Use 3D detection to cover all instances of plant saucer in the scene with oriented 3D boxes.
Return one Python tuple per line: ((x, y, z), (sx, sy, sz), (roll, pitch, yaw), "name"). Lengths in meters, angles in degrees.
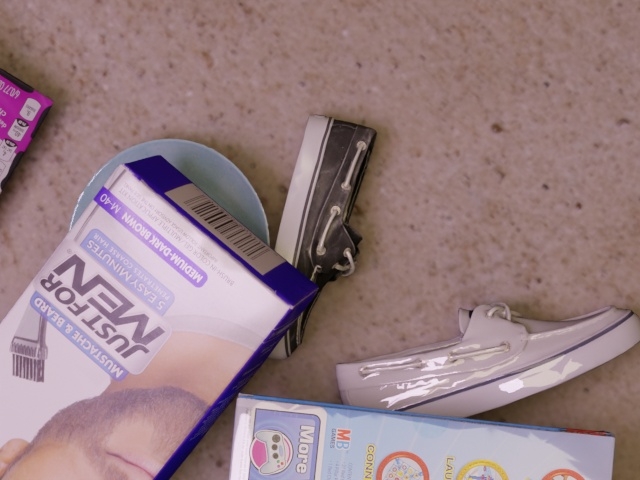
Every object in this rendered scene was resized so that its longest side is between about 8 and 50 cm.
((-0.129, 0.009, 1.489), (0.195, 0.037, 0.195), (-1, 87, 19), "plant saucer")

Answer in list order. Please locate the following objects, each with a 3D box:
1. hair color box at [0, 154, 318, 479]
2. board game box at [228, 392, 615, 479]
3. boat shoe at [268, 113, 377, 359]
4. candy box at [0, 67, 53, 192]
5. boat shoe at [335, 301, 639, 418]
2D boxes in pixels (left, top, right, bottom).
((-0.180, 0.116, 1.423), (0.185, 0.110, 0.339), (39, 105, 6), "hair color box")
((0.068, 0.289, 1.357), (0.301, 0.086, 0.308), (6, 85, 3), "board game box")
((0.000, 0.000, 1.478), (0.070, 0.078, 0.219), (12, 84, 5), "boat shoe")
((-0.361, -0.064, 1.467), (0.159, 0.071, 0.233), (31, 88, -30), "candy box")
((0.143, 0.096, 1.459), (0.267, 0.096, 0.088), (-20, 89, 9), "boat shoe")
